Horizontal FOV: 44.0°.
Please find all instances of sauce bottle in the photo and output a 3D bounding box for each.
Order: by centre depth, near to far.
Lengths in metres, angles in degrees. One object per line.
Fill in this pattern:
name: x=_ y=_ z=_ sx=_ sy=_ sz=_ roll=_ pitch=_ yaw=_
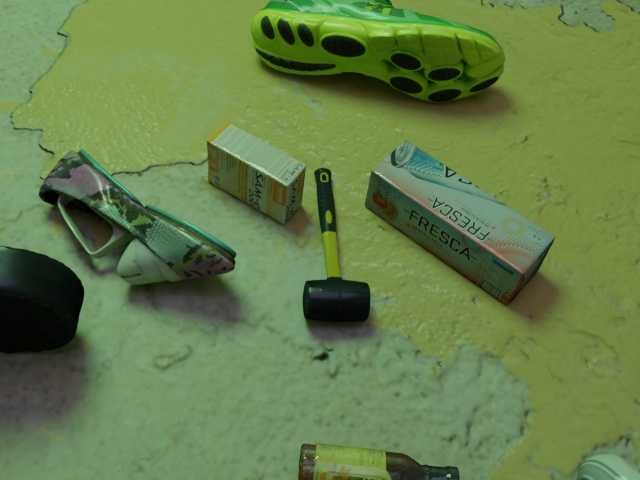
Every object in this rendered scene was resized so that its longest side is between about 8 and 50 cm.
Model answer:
sauce bottle: x=0.046 y=0.187 z=0.632 sx=0.128 sy=0.042 sz=0.042 roll=5 pitch=53 yaw=0

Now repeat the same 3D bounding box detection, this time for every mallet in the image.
mallet: x=0.000 y=0.000 z=0.774 sx=0.062 sy=0.039 sz=0.190 roll=-4 pitch=50 yaw=-13

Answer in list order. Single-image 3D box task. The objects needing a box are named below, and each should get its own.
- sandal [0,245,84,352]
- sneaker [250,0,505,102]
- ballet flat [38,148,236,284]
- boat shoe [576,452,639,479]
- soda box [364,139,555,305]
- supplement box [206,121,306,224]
sandal: x=-0.419 y=0.013 z=0.641 sx=0.445 sy=0.167 sz=0.107 roll=7 pitch=58 yaw=-13
sneaker: x=0.071 y=-0.245 z=0.915 sx=0.295 sy=0.109 sz=0.123 roll=12 pitch=57 yaw=3
ballet flat: x=-0.179 y=-0.008 z=0.742 sx=0.221 sy=0.077 sz=0.079 roll=32 pitch=75 yaw=22
boat shoe: x=0.227 y=0.267 z=0.569 sx=0.081 sy=0.079 sz=0.227 roll=-6 pitch=58 yaw=-16
soda box: x=0.134 y=-0.020 z=0.786 sx=0.183 sy=0.058 sz=0.063 roll=37 pitch=58 yaw=19
supplement box: x=-0.066 y=-0.067 z=0.797 sx=0.098 sy=0.062 sz=0.036 roll=29 pitch=55 yaw=16
